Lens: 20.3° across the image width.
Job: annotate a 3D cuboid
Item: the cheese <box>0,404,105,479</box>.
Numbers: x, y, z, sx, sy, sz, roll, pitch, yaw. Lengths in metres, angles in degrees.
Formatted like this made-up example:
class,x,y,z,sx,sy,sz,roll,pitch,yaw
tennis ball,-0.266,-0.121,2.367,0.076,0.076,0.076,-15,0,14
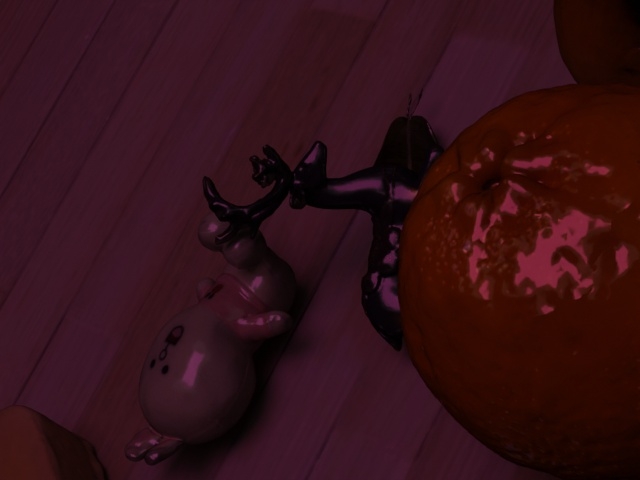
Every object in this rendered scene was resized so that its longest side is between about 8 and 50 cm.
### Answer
class,x,y,z,sx,sy,sz,roll,pitch,yaw
cheese,-0.297,0.385,1.791,0.384,0.104,0.384,-19,53,27

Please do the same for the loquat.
class,x,y,z,sx,sy,sz,roll,pitch,yaw
loquat,0.325,-0.216,1.602,0.235,0.235,0.235,-20,53,28

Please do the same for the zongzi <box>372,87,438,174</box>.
class,x,y,z,sx,sy,sz,roll,pitch,yaw
zongzi,0.124,-0.082,1.814,0.131,0.062,0.154,10,51,18

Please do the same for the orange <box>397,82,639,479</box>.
class,x,y,z,sx,sy,sz,roll,pitch,yaw
orange,0.222,0.027,1.473,0.341,0.293,0.340,-26,44,28

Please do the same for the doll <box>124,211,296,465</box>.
class,x,y,z,sx,sy,sz,roll,pitch,yaw
doll,-0.104,0.111,1.819,0.155,0.113,0.275,12,78,51

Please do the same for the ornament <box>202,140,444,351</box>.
class,x,y,z,sx,sy,sz,roll,pitch,yaw
ornament,0.000,0.000,1.728,0.236,0.080,0.202,5,87,3
